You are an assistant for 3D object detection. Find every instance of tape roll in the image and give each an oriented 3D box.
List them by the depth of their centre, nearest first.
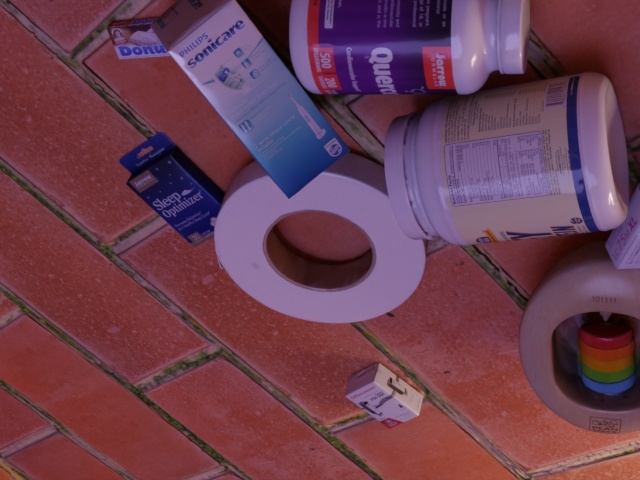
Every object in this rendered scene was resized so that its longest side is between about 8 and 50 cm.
[{"bbox_3d":[0.000,0.000,1.790,0.392,0.072,0.392,6,135,7],"label":"tape roll"}]

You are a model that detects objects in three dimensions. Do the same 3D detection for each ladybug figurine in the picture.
[{"bbox_3d":[0.507,0.168,1.730,0.305,0.161,0.449,3,133,15],"label":"ladybug figurine"}]

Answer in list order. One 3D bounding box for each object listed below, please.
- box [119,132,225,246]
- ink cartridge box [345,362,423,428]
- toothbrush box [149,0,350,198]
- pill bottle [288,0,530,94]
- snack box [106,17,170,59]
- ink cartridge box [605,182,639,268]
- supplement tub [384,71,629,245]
[{"bbox_3d":[-0.267,-0.091,1.845,0.136,0.036,0.225,-26,119,36],"label":"box"},{"bbox_3d":[0.135,0.332,2.096,0.135,0.056,0.099,38,134,-18],"label":"ink cartridge box"},{"bbox_3d":[-0.111,-0.236,1.504,0.126,0.216,0.295,-38,118,1],"label":"toothbrush box"},{"bbox_3d":[0.128,-0.298,1.399,0.323,0.181,0.181,3,133,17],"label":"pill bottle"},{"bbox_3d":[-0.260,-0.335,1.615,0.178,0.022,0.064,0,134,19],"label":"snack box"},{"bbox_3d":[0.618,-0.036,1.513,0.311,0.065,0.185,1,138,-12],"label":"ink cartridge box"},{"bbox_3d":[0.283,-0.116,1.484,0.325,0.235,0.235,-7,130,25],"label":"supplement tub"}]
